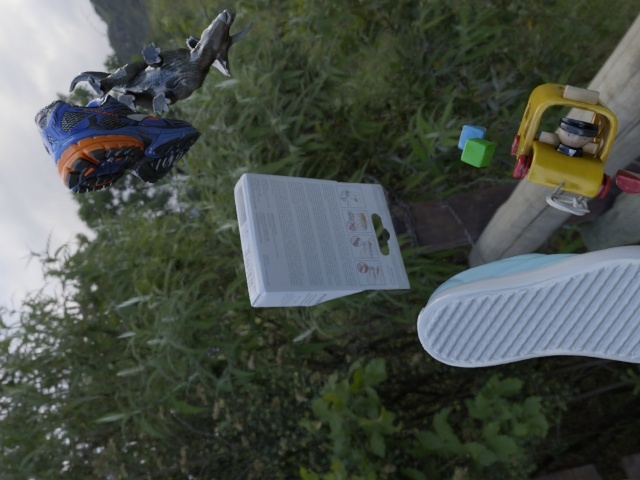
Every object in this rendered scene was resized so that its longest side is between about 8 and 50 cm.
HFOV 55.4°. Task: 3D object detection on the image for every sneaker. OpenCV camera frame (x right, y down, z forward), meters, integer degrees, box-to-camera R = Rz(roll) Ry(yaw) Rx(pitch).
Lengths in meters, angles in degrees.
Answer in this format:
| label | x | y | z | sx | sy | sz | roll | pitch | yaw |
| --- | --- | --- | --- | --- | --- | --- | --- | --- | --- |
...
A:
| label | x | y | z | sx | sy | sz | roll | pitch | yaw |
| --- | --- | --- | --- | --- | --- | --- | --- | --- | --- |
| sneaker | 0.304 | 0.059 | 0.729 | 0.150 | 0.366 | 0.135 | -50 | -49 | -63 |
| sneaker | -0.201 | -0.113 | 0.636 | 0.087 | 0.083 | 0.221 | 51 | -162 | 4 |

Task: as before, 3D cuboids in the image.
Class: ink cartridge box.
| label | x | y | z | sx | sy | sz | roll | pitch | yaw |
| --- | --- | --- | --- | --- | --- | --- | --- | --- | --- |
| ink cartridge box | 0.000 | 0.000 | 0.895 | 0.066 | 0.233 | 0.189 | -44 | 50 | 49 |

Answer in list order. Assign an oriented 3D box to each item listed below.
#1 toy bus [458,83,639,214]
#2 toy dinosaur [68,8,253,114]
| label | x | y | z | sx | sy | sz | roll | pitch | yaw |
| --- | --- | --- | --- | --- | --- | --- | --- | --- | --- |
| toy bus | 0.279 | -0.121 | 0.691 | 0.202 | 0.191 | 0.104 | 40 | 128 | 48 |
| toy dinosaur | -0.259 | -0.255 | 0.975 | 0.160 | 0.314 | 0.120 | -39 | -70 | -62 |
